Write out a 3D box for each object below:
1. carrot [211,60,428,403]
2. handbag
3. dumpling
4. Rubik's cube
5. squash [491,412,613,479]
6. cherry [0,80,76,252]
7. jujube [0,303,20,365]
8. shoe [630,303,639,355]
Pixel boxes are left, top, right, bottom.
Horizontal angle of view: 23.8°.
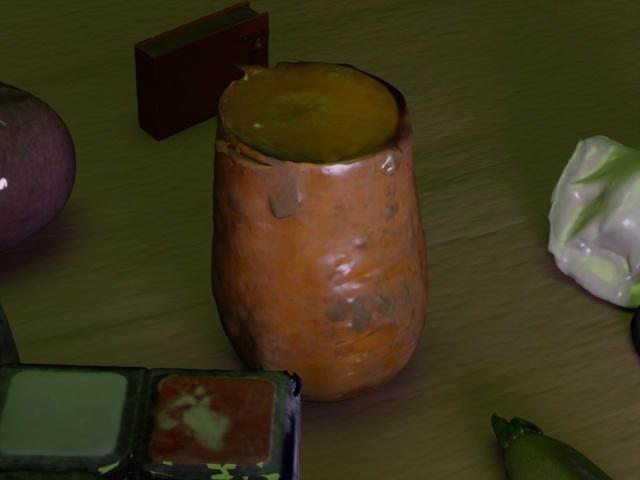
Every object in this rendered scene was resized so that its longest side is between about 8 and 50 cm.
[{"bbox_3d":[0.000,0.000,1.530,0.224,0.340,0.224,0,38,0],"label":"carrot"},{"bbox_3d":[-0.150,-0.224,1.979,0.190,0.127,0.063,-27,46,-33],"label":"handbag"},{"bbox_3d":[0.369,-0.003,1.746,0.252,0.131,0.179,38,68,9],"label":"dumpling"},{"bbox_3d":[-0.187,0.325,1.106,0.359,0.363,0.362,-1,37,-1],"label":"Rubik's cube"},{"bbox_3d":[0.251,0.260,1.411,0.094,0.094,0.341,-20,39,-25],"label":"squash"},{"bbox_3d":[-0.407,-0.074,1.737,0.239,0.206,0.239,-5,66,12],"label":"cherry"},{"bbox_3d":[-0.443,0.138,1.448,0.226,0.226,0.317,31,45,32],"label":"jujube"},{"bbox_3d":[0.429,0.115,1.556,0.109,0.149,0.293,-16,43,-19],"label":"shoe"}]
